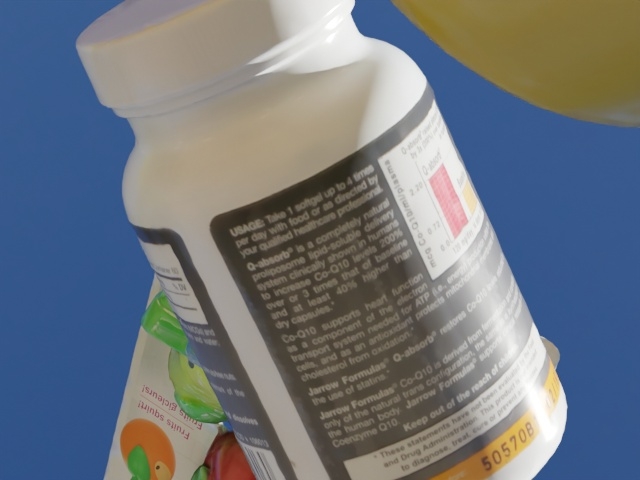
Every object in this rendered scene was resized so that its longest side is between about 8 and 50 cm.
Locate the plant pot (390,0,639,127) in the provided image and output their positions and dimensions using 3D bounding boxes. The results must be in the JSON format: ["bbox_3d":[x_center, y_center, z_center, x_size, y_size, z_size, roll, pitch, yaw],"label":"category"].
[{"bbox_3d":[0.116,-0.137,0.377,0.239,0.254,0.254,-33,-145,52],"label":"plant pot"}]

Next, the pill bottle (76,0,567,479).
[{"bbox_3d":[0.000,0.000,0.972,0.162,0.278,0.162,-22,-163,7],"label":"pill bottle"}]

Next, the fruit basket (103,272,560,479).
[{"bbox_3d":[-0.020,0.149,1.444,0.327,0.165,0.353,31,-65,25],"label":"fruit basket"}]
